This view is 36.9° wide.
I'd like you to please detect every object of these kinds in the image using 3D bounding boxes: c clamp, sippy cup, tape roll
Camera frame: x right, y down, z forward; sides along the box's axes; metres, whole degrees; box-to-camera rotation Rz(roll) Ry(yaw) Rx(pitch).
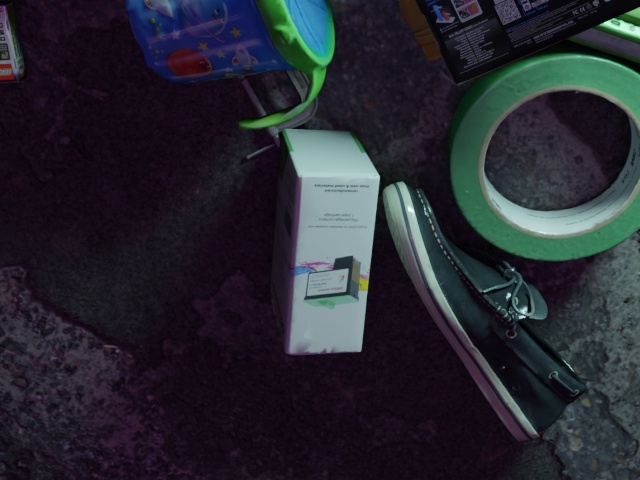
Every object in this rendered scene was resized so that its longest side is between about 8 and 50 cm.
[{"bbox_3d":[-0.078,-0.211,1.411,0.137,0.022,0.160,-20,112,10],"label":"c clamp"},{"bbox_3d":[-0.125,-0.314,1.272,0.224,0.240,0.305,-13,70,18],"label":"sippy cup"},{"bbox_3d":[0.346,-0.124,1.389,0.321,0.077,0.321,2,118,3],"label":"tape roll"}]

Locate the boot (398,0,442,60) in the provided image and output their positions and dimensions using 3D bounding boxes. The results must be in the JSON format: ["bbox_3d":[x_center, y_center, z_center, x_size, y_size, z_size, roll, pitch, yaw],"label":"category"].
[{"bbox_3d":[0.205,-0.344,1.320,0.197,0.073,0.152,-16,111,21],"label":"boot"}]

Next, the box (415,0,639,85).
[{"bbox_3d":[0.235,-0.380,1.177,0.296,0.073,0.293,-20,104,38],"label":"box"}]

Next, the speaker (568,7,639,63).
[{"bbox_3d":[0.405,-0.320,1.293,0.297,0.131,0.131,17,113,-5],"label":"speaker"}]

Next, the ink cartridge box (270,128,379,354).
[{"bbox_3d":[0.000,0.000,1.397,0.117,0.201,0.278,0,114,-10],"label":"ink cartridge box"}]

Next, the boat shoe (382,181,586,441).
[{"bbox_3d":[0.250,0.096,1.453,0.156,0.187,0.500,-32,114,9],"label":"boat shoe"}]

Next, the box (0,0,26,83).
[{"bbox_3d":[-0.541,-0.282,1.387,0.207,0.036,0.114,-2,113,3],"label":"box"}]
